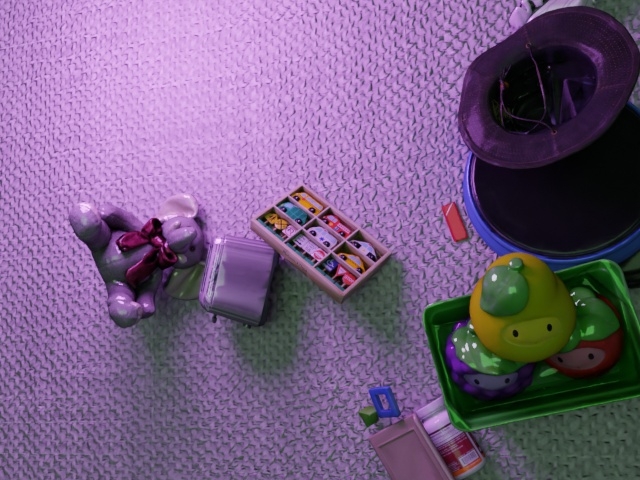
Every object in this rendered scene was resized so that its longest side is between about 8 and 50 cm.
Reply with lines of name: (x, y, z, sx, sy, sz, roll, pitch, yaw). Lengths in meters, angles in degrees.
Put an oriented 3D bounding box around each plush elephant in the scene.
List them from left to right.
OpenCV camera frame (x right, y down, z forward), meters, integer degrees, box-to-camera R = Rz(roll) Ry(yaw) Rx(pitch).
plush elephant: (-0.370, 0.023, 1.457, 0.256, 0.330, 0.271, -23, 90, -10)

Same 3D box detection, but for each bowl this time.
bowl: (0.475, -0.125, 1.270, 0.392, 0.077, 0.390, -6, 73, 20)

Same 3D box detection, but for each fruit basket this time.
fruit basket: (0.373, 0.171, 1.145, 0.393, 0.392, 0.282, -17, 78, 14)

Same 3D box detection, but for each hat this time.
hat: (0.432, -0.260, 1.211, 0.332, 0.134, 0.331, -16, 63, 33)

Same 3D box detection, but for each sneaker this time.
sneaker: (0.533, -0.524, 1.327, 0.292, 0.110, 0.118, -44, 81, 16)

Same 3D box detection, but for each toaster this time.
toaster: (-0.179, 0.075, 1.420, 0.147, 0.129, 0.226, 13, 86, -16)

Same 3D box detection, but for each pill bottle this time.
pill bottle: (0.258, 0.395, 1.295, 0.086, 0.086, 0.152, -33, 74, 10)

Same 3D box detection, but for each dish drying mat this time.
dish drying mat: (0.287, -0.040, 1.382, 0.032, 0.008, 0.083, -21, 78, 12)

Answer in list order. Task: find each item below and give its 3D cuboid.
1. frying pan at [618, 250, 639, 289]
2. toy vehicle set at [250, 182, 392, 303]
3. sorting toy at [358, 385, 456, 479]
frying pan: (0.536, 0.018, 1.278, 0.327, 0.053, 0.197, -18, 74, 19)
toy vehicle set: (0.000, 0.000, 1.399, 0.267, 0.035, 0.166, 39, 56, 17)
sorting toy: (0.196, 0.446, 1.285, 0.347, 0.047, 0.196, 59, 143, 15)
